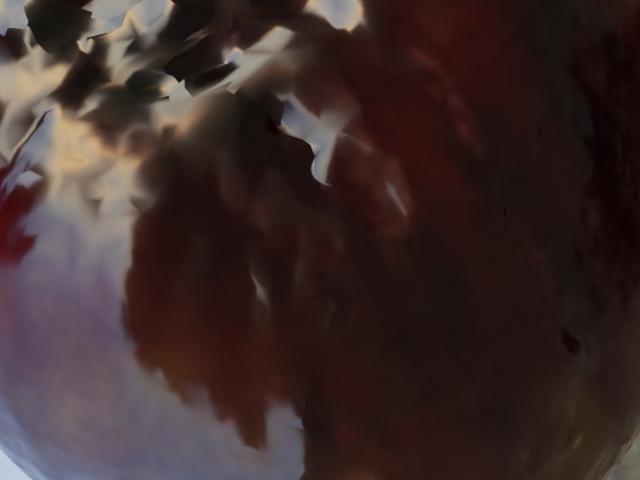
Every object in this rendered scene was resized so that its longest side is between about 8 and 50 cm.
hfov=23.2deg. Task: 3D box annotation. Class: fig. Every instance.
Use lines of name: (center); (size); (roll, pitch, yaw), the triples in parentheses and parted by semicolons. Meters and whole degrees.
fig: (-0.001, -0.006, 0.457); (0.263, 0.224, 0.224); (46, -158, -26)
